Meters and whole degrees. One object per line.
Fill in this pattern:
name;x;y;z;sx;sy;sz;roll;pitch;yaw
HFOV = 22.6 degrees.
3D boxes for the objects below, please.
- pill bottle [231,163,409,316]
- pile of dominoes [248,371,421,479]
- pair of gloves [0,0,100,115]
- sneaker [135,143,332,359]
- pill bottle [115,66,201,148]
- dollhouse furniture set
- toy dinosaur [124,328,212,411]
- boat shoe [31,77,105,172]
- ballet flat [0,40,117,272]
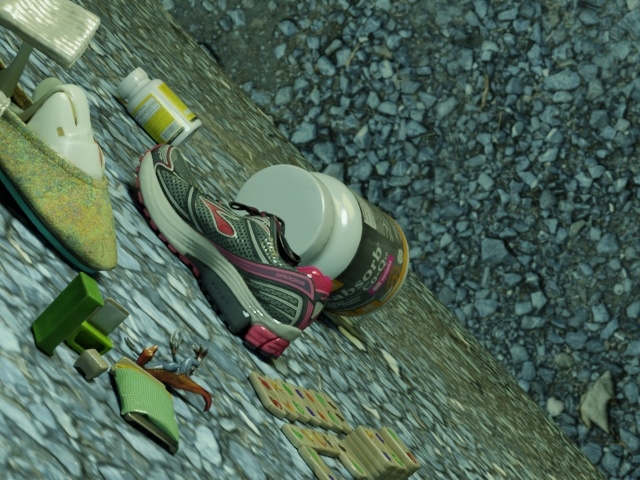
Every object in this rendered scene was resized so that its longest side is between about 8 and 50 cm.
pill bottle;0.000;0.000;2.118;0.162;0.162;0.278;50;9;26
pile of dominoes;0.030;0.208;1.660;0.196;0.040;0.251;50;8;24
pair of gloves;-0.315;-0.198;1.365;0.204;0.042;0.240;40;43;-2
sneaker;-0.098;-0.003;1.793;0.299;0.112;0.121;49;8;27
pill bottle;-0.224;-0.180;2.191;0.116;0.065;0.065;47;8;-1
dollhouse furniture set;-0.148;0.091;1.237;0.151;0.058;0.076;41;10;-31
toy dinosaur;-0.125;0.109;1.355;0.090;0.047;0.082;57;27;5
boat shoe;-0.269;-0.121;1.713;0.137;0.049;0.043;55;8;37
ballet flat;-0.280;-0.127;1.442;0.348;0.123;0.123;47;8;5
